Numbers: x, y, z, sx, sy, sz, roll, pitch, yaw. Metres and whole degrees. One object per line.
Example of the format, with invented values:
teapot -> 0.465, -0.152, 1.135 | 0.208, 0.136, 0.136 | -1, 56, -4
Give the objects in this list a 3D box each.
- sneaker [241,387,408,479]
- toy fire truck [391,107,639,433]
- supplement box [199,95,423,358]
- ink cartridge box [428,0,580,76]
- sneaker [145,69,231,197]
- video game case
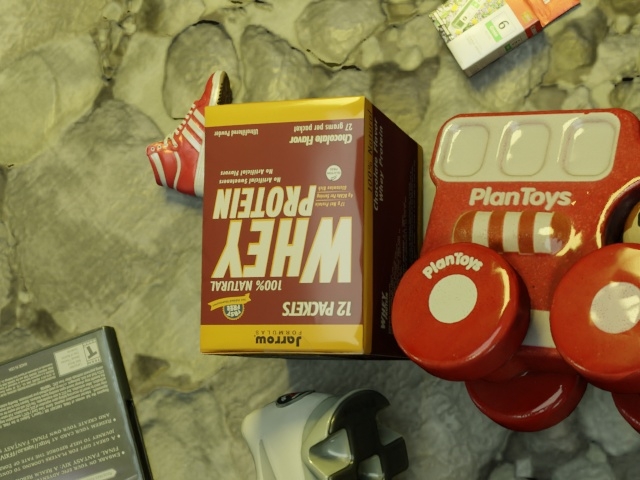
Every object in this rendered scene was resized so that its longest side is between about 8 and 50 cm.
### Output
sneaker -> 0.009, 0.283, 0.956 | 0.146, 0.122, 0.330 | -7, 91, 42
toy fire truck -> 0.206, 0.008, 0.880 | 0.302, 0.169, 0.254 | 0, 66, 34
supplement box -> 0.000, 0.000, 0.941 | 0.129, 0.194, 0.191 | -1, 83, 17
ink cartridge box -> 0.158, -0.199, 1.000 | 0.115, 0.029, 0.063 | -33, 75, 12
sneaker -> -0.123, -0.102, 1.073 | 0.067, 0.042, 0.118 | 10, 89, 15
video game case -> -0.247, 0.239, 1.082 | 0.196, 0.026, 0.274 | -20, 79, 15
